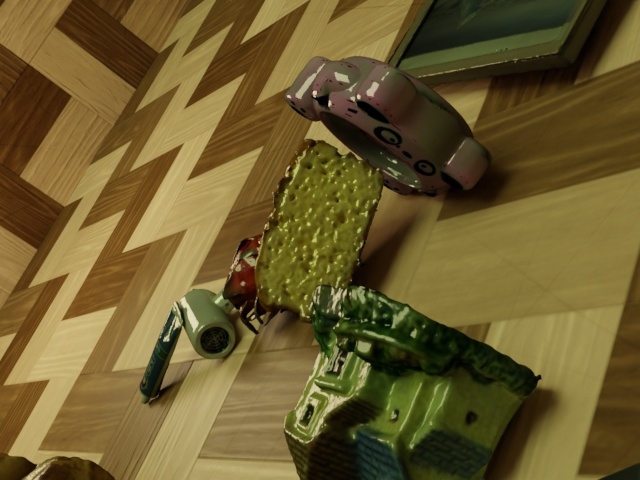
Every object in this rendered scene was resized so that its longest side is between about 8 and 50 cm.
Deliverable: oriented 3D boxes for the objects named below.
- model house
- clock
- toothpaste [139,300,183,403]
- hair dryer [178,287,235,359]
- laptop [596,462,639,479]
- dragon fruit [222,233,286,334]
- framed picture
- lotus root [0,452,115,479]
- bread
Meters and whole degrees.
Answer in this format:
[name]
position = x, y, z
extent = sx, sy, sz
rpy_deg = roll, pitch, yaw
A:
[model house]
position = 0.062, 0.165, 0.882
extent = 0.214, 0.195, 0.189
rpy_deg = 3, 67, 64
[clock]
position = 0.087, -0.143, 1.185
extent = 0.090, 0.228, 0.248
rpy_deg = -55, 22, -5
[toothpaste]
position = -0.255, 0.188, 1.522
extent = 0.197, 0.035, 0.057
rpy_deg = -66, 31, 28
[hair dryer]
position = -0.116, 0.073, 1.476
extent = 0.236, 0.073, 0.131
rpy_deg = -43, 26, -1
[laptop]
position = 0.198, 0.262, 0.701
extent = 0.129, 0.016, 0.180
rpy_deg = -35, 30, 34
[dragon fruit]
position = -0.075, 0.053, 1.358
extent = 0.142, 0.130, 0.121
rpy_deg = -44, 67, -7
[framed picture]
position = 0.266, -0.360, 1.318
extent = 0.326, 0.028, 0.446
rpy_deg = -60, 24, -10
[lotus root]
position = -0.412, 0.403, 1.286
extent = 0.316, 0.316, 0.250
rpy_deg = -41, 19, 25
[bread]
position = 0.000, 0.000, 1.236
extent = 0.139, 0.143, 0.229
rpy_deg = 72, -142, -75
